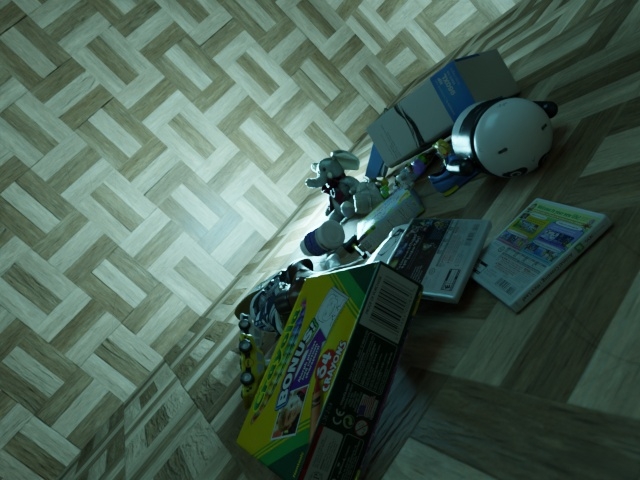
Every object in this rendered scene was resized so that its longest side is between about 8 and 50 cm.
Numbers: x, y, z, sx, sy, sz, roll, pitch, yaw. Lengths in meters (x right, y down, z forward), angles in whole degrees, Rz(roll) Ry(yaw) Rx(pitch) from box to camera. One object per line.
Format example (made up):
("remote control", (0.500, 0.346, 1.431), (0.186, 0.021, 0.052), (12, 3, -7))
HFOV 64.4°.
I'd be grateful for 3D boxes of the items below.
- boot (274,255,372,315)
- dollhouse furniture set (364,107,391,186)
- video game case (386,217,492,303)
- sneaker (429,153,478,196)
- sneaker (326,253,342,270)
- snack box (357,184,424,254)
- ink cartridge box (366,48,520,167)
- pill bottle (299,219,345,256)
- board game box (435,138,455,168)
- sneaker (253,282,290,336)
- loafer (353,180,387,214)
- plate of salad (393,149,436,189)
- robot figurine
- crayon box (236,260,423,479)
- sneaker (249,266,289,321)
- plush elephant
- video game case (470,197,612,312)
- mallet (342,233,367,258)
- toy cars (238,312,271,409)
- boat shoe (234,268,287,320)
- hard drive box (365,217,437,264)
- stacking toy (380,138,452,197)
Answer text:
("boot", (0.021, 0.090, 1.466), (0.280, 0.096, 0.264), (-23, 13, 24))
("dollhouse furniture set", (0.333, -0.351, 2.068), (0.286, 0.198, 0.303), (-13, -60, -71))
("video game case", (0.215, 0.032, 0.977), (0.173, 0.022, 0.190), (4, 51, 42))
("sneaker", (0.384, -0.209, 1.353), (0.209, 0.082, 0.069), (-39, 11, 23))
("sneaker", (0.049, 0.090, 1.598), (0.061, 0.054, 0.152), (-33, 24, 29))
("snack box", (0.206, -0.071, 1.530), (0.207, 0.070, 0.174), (-43, 11, 18))
("ink cartridge box", (0.384, -0.417, 1.637), (0.285, 0.166, 0.395), (-29, -1, -41))
("pill bottle", (0.000, 0.000, 1.915), (0.112, 0.112, 0.187), (-53, 14, -32))
("board game box", (0.418, -0.267, 1.482), (0.194, 0.060, 0.194), (-37, 15, 40))
("sneaker", (-0.130, 0.254, 1.549), (0.153, 0.099, 0.282), (-53, 18, 14))
("loafer", (0.188, -0.156, 1.857), (0.111, 0.112, 0.319), (-5, 16, 9))
("plate of salad", (0.326, -0.258, 1.806), (0.200, 0.048, 0.200), (-44, 12, 12))
("robot figurine", (0.402, -0.230, 1.147), (0.278, 0.174, 0.209), (-107, 31, -77))
("crayon box", (0.003, 0.233, 0.913), (0.313, 0.106, 0.363), (-20, 43, 63))
("sneaker", (-0.149, 0.183, 1.831), (0.153, 0.101, 0.268), (-39, 10, 40))
("plush elephant", (0.060, -0.231, 2.102), (0.330, 0.255, 0.272), (-50, 7, -29))
("video game case", (0.348, 0.015, 0.852), (0.193, 0.023, 0.212), (-45, 11, 6))
("mallet", (0.124, 0.020, 1.612), (0.062, 0.039, 0.190), (-50, 16, -4))
("toy cars", (-0.188, 0.331, 1.453), (0.087, 0.176, 0.394), (-2, 7, -9))
("boat shoe", (-0.221, 0.216, 2.015), (0.277, 0.098, 0.096), (-38, 10, -7))
("hard drive box", (0.171, 0.070, 1.125), (0.232, 0.089, 0.181), (-50, 12, -18))
("stacking toy", (0.270, -0.198, 1.472), (0.167, 0.052, 0.221), (-41, 2, -12))
